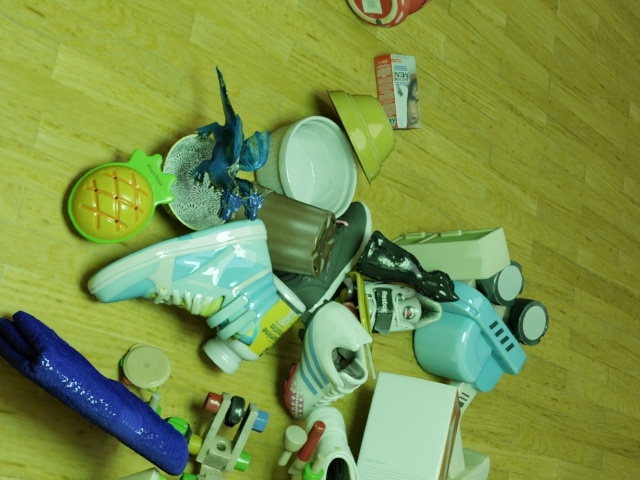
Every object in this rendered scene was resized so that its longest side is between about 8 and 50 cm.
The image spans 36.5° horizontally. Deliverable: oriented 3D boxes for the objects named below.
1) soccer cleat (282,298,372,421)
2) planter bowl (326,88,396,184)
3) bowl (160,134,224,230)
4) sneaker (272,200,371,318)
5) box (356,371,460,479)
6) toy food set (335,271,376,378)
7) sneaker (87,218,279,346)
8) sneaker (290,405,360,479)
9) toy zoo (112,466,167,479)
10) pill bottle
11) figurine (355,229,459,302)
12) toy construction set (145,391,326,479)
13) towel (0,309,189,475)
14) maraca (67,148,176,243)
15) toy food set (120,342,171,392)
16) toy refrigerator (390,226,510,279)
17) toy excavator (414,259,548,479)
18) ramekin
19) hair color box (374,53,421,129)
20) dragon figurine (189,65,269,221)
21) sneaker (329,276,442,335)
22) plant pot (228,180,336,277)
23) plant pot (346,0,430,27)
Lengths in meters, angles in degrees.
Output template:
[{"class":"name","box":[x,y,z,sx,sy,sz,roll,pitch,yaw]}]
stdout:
[{"class":"soccer cleat","box":[0.016,0.258,1.816,0.116,0.143,0.331,-31,147,-34]},{"class":"planter bowl","box":[0.097,-0.230,1.993,0.217,0.090,0.217,-24,90,-87]},{"class":"bowl","box":[-0.235,-0.099,1.718,0.170,0.080,0.170,5,83,-48]},{"class":"sneaker","box":[0.000,0.000,1.944,0.296,0.104,0.147,-58,131,-28]},{"class":"box","box":[0.170,0.473,1.984,0.215,0.168,0.345,68,35,-64]},{"class":"toy food set","box":[0.058,0.156,1.884,0.218,0.071,0.128,-92,171,-50]},{"class":"sneaker","box":[-0.210,0.098,1.617,0.319,0.127,0.208,-18,85,-20]},{"class":"sneaker","box":[0.006,0.479,1.811,0.108,0.169,0.293,-1,115,-10]},{"class":"toy zoo","box":[-0.260,0.489,1.560,0.293,0.192,0.030,55,26,-28]},{"class":"pill bottle","box":[-0.123,0.153,1.757,0.184,0.103,0.103,-45,125,-1]},{"class":"figurine","box":[0.187,0.068,1.981,0.092,0.209,0.215,-62,173,2]},{"class":"toy construction set","box":[-0.155,0.422,1.690,0.308,0.257,0.237,1,130,-32]},{"class":"towel","box":[-0.343,0.225,1.464,0.308,0.227,0.076,45,73,-34]},{"class":"maraca","box":[-0.324,-0.072,1.589,0.185,0.099,0.127,-37,98,-21]},{"class":"toy food set","box":[-0.294,0.214,1.635,0.083,0.020,0.082,28,51,1]},{"class":"toy refrigerator","box":[0.265,0.029,2.109,0.102,0.269,0.094,-24,104,-45]},{"class":"toy excavator","box":[0.327,0.304,2.234,0.445,0.222,0.433,-51,124,-20]},{"class":"ramekin","box":[-0.034,-0.138,1.919,0.207,0.109,0.207,5,83,-48]},{"class":"hair color box","box":[0.177,-0.336,2.207,0.093,0.053,0.167,-8,93,-48]},{"class":"dragon figurine","box":[-0.143,-0.161,1.658,0.085,0.144,0.289,25,68,-44]},{"class":"sneaker","box":[0.130,0.138,2.049,0.330,0.146,0.122,2,86,-46]},{"class":"plant pot","box":[-0.067,-0.010,1.784,0.167,0.165,0.167,15,90,-74]},{"class":"plant pot","box":[0.158,-0.570,2.109,0.174,0.191,0.191,-51,122,-33]}]
